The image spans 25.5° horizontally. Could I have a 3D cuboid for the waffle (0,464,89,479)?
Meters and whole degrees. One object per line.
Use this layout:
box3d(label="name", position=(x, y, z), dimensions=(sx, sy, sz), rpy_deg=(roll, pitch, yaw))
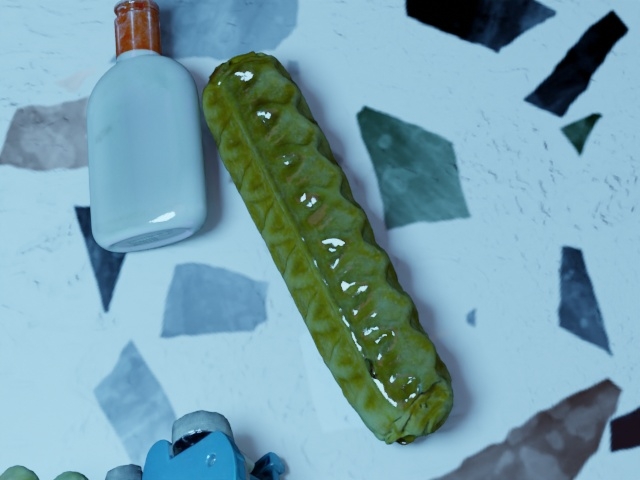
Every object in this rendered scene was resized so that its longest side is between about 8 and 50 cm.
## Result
box3d(label="waffle", position=(-0.252, 0.325, 1.026), dimensions=(0.292, 0.056, 0.309), rpy_deg=(-24, 68, 27))

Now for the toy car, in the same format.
box3d(label="toy car", position=(-0.103, 0.224, 1.099), dimensions=(0.161, 0.098, 0.126), rpy_deg=(-36, 39, 22))

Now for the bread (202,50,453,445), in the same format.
box3d(label="bread", position=(0.001, 0.000, 1.163), dimensions=(0.077, 0.084, 0.367), rpy_deg=(-10, 65, -42))

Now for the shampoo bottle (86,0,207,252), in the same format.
box3d(label="shampoo bottle", position=(-0.153, -0.103, 1.220), dimensions=(0.108, 0.051, 0.220), rpy_deg=(-14, 70, 22))
